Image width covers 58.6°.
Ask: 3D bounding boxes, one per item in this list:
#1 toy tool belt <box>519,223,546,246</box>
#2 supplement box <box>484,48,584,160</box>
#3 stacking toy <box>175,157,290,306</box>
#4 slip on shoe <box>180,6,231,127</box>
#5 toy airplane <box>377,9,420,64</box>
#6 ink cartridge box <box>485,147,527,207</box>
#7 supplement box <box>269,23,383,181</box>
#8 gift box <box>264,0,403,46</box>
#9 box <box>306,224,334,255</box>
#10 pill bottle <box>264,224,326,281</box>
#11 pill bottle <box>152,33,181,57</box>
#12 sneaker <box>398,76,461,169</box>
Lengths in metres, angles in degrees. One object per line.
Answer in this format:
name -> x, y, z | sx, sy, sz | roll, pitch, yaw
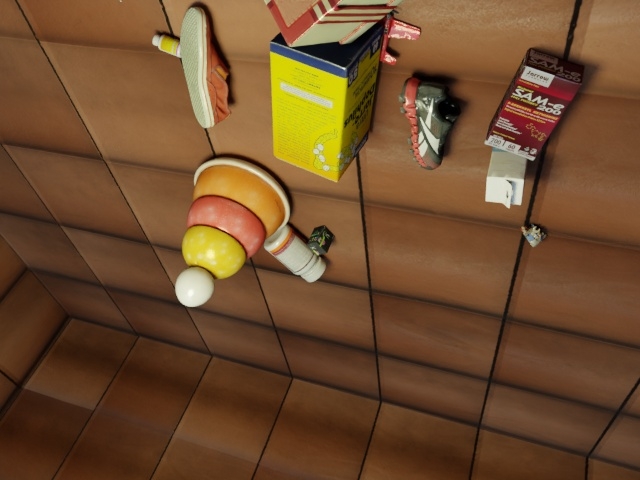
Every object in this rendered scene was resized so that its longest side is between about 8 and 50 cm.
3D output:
toy tool belt -> 0.617, -0.023, 1.651 | 0.051, 0.052, 0.083 | -36, 123, 16
supplement box -> 0.489, -0.308, 1.323 | 0.130, 0.073, 0.239 | 20, 144, 6
stacking toy -> -0.332, 0.000, 1.833 | 0.351, 0.479, 0.350 | 15, 143, 12
slip on shoe -> -0.306, -0.468, 1.551 | 0.123, 0.101, 0.331 | 41, 146, 39
toy airplane -> 0.151, -0.474, 1.335 | 0.151, 0.028, 0.151 | 17, 144, 13
ink cartridge box -> 0.476, -0.163, 1.457 | 0.090, 0.143, 0.092 | 8, 142, 21
supplement box -> 0.011, -0.354, 1.405 | 0.195, 0.194, 0.356 | 25, 146, 15
gift box -> 0.034, -0.554, 1.092 | 0.255, 0.258, 0.276 | -20, 95, 42
box -> 0.000, 0.000, 1.989 | 0.052, 0.083, 0.062 | -16, 130, 42
pill bottle -> -0.089, 0.048, 2.069 | 0.121, 0.121, 0.221 | -20, 127, 44
pill bottle -> -0.413, -0.535, 1.560 | 0.083, 0.043, 0.043 | 22, 145, 2
sneaker -> 0.289, -0.285, 1.441 | 0.135, 0.097, 0.276 | 6, 140, 27
